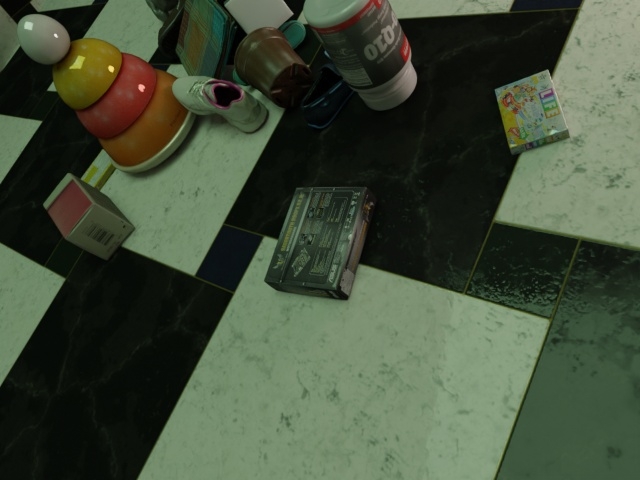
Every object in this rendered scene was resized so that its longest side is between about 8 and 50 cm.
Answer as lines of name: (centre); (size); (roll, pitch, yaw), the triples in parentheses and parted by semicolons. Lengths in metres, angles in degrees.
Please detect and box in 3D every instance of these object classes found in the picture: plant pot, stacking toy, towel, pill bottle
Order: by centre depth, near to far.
pill bottle: (0.098, -0.423, 1.132); (0.161, 0.283, 0.161); (-16, 56, 24)
plant pot: (-0.112, -0.441, 1.372); (0.167, 0.167, 0.165); (-43, 57, 4)
stacking toy: (-0.614, -0.449, 1.479); (0.350, 0.480, 0.351); (-16, 56, 24)
towel: (-0.364, -0.610, 1.609); (0.370, 0.040, 0.272); (56, 135, 38)

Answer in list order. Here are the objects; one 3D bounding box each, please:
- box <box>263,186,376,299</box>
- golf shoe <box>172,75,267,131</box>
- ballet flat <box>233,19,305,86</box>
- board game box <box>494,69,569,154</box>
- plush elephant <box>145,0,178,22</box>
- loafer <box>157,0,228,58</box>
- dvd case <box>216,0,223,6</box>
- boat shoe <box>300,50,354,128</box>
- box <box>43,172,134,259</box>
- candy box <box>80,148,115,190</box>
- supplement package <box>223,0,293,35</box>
box: (0.000, 0.000, 1.097); (0.183, 0.056, 0.231); (2, 65, 35)
golf shoe: (-0.289, -0.398, 1.421); (0.306, 0.140, 0.115); (22, 82, 21)
ballet flat: (-0.145, -0.531, 1.502); (0.247, 0.083, 0.087); (-38, 25, 8)
board game box: (0.399, -0.244, 1.002); (0.103, 0.026, 0.154); (-17, 56, 24)
plush elephant: (-0.543, -0.955, 1.907); (0.329, 0.256, 0.272); (-16, 4, -14)
loafer: (-0.433, -0.794, 1.794); (0.366, 0.134, 0.130); (-43, 49, 4)
dvd case: (-0.371, -0.682, 1.670); (0.180, 0.022, 0.253); (52, 131, 41)
boat shoe: (0.041, -0.396, 1.282); (0.109, 0.089, 0.258); (14, 71, 37)
box: (-0.667, -0.070, 1.509); (0.127, 0.148, 0.232); (-52, 48, -3)
candy box: (-0.739, -0.198, 1.712); (0.105, 0.027, 0.206); (28, 81, 38)
supplement package: (-0.181, -0.660, 1.498); (0.133, 0.139, 0.244); (-38, 27, 8)
